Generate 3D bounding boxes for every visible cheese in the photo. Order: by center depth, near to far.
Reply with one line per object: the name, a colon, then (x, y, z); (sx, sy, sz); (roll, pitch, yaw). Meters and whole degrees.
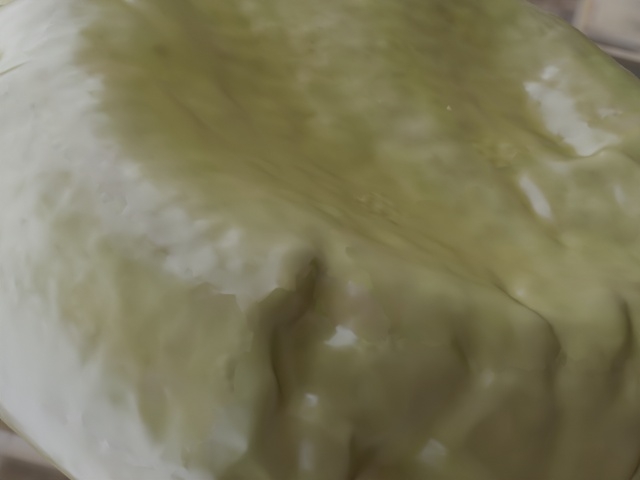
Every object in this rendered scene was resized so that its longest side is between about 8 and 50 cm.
cheese: (0.000, 0.000, 0.459); (0.226, 0.214, 0.117); (53, 132, 46)
